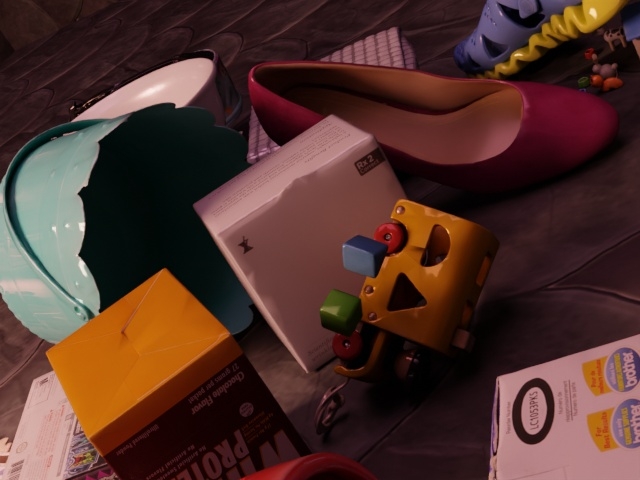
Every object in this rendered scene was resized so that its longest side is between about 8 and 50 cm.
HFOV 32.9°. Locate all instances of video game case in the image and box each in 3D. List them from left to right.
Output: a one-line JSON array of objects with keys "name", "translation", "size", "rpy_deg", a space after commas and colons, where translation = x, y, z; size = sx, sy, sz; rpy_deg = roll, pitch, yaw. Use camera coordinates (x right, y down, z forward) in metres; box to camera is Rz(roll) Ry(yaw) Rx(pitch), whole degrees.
[{"name": "video game case", "translation": [-0.226, 0.188, 1.147], "size": [0.210, 0.042, 0.232], "rpy_deg": [-22, 26, 7]}]

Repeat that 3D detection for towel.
[{"name": "towel", "translation": [0.036, -0.154, 1.418], "size": [0.235, 0.121, 0.283], "rpy_deg": [-22, 28, 10]}]

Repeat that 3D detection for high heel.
[{"name": "high heel", "translation": [0.114, -0.134, 1.137], "size": [0.377, 0.181, 0.127], "rpy_deg": [-5, 67, 19]}]

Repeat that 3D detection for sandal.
[{"name": "sandal", "translation": [0.259, -0.300, 1.357], "size": [0.126, 0.138, 0.317], "rpy_deg": [-47, 9, -28]}]

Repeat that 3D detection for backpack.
[{"name": "backpack", "translation": [-0.243, -0.187, 1.700], "size": [0.253, 0.191, 0.225], "rpy_deg": [-32, 22, 5]}]

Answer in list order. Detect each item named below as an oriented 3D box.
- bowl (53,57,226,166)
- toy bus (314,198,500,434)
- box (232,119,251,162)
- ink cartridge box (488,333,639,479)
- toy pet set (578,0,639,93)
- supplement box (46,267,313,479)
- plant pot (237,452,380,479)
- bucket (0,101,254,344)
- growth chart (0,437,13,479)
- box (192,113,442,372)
[{"name": "bowl", "translation": [-0.235, -0.105, 1.428], "size": [0.298, 0.134, 0.298], "rpy_deg": [-25, 26, 13]}, {"name": "toy bus", "translation": [0.086, 0.067, 0.955], "size": [0.104, 0.202, 0.191], "rpy_deg": [20, 41, 21]}, {"name": "box", "translation": [-0.191, -0.023, 1.478], "size": [0.257, 0.079, 0.322], "rpy_deg": [-27, 25, 14]}, {"name": "ink cartridge box", "translation": [0.236, 0.164, 0.559], "size": [0.395, 0.151, 0.270], "rpy_deg": [-19, 27, 21]}, {"name": "toy pet set", "translation": [0.349, -0.237, 1.276], "size": [0.114, 0.065, 0.122], "rpy_deg": [-17, 29, 29]}, {"name": "supplement box", "translation": [-0.106, 0.157, 0.903], "size": [0.129, 0.194, 0.191], "rpy_deg": [-36, 25, -11]}, {"name": "plant pot", "translation": [-0.040, 0.245, 0.681], "size": [0.174, 0.191, 0.191], "rpy_deg": [-24, 25, 31]}, {"name": "bucket", "translation": [-0.202, -0.006, 1.155], "size": [0.183, 0.281, 0.281], "rpy_deg": [-6, 34, 38]}, {"name": "growth chart", "translation": [-0.391, 0.285, 1.194], "size": [0.237, 0.021, 0.172], "rpy_deg": [-3, 36, 46]}, {"name": "box", "translation": [0.000, 0.000, 1.092], "size": [0.181, 0.182, 0.119], "rpy_deg": [-33, 24, -6]}]
